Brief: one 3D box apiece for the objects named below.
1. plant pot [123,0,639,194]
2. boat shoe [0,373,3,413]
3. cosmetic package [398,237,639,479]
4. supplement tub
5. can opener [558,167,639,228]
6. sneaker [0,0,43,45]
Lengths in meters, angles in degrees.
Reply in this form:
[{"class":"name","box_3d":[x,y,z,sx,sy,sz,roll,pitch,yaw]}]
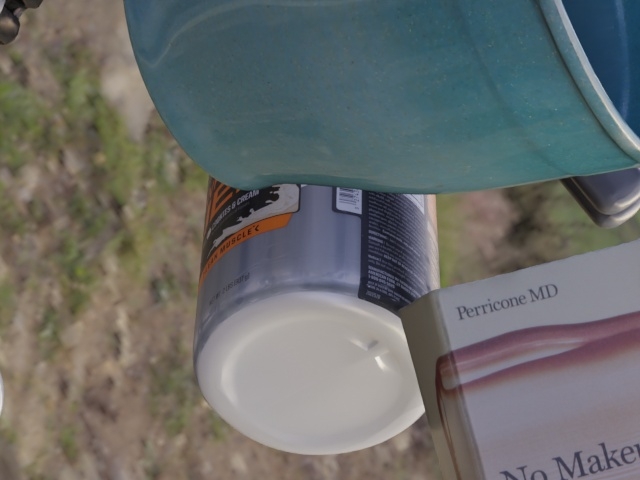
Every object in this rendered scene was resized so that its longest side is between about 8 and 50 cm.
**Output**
[{"class":"plant pot","box_3d":[0.042,-0.144,0.915,0.272,0.255,0.271,35,48,-52]},{"class":"boat shoe","box_3d":[-0.442,0.116,1.332,0.367,0.135,0.156,15,18,-7]},{"class":"cosmetic package","box_3d":[0.165,0.162,1.075,0.129,0.153,0.296,126,-51,-80]},{"class":"supplement tub","box_3d":[0.000,0.000,1.361,0.193,0.194,0.316,46,28,-32]},{"class":"can opener","box_3d":[0.176,-0.144,1.329,0.283,0.095,0.076,53,-5,17]},{"class":"sneaker","box_3d":[-0.103,-0.076,0.462,0.124,0.296,0.178,42,39,-54]}]
